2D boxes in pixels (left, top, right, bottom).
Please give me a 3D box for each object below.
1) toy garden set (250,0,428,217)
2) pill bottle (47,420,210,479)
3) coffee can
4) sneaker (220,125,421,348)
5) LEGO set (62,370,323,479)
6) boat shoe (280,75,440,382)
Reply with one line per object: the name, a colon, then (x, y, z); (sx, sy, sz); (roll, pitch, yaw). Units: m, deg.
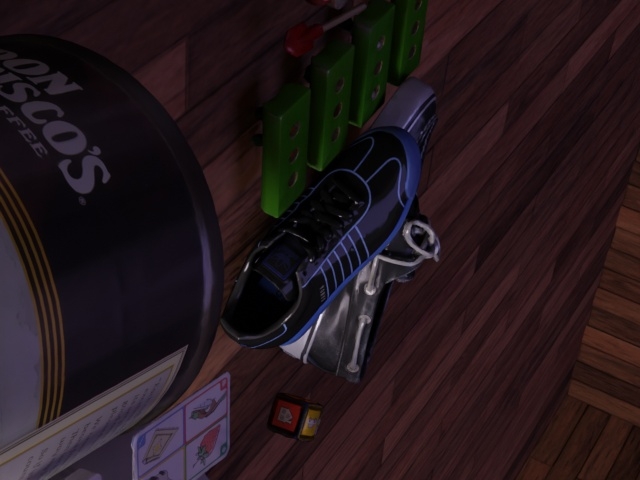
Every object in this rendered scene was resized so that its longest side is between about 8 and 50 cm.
toy garden set: (0.013, -0.170, 1.015); (0.244, 0.049, 0.204); (-49, 155, -38)
pill bottle: (-0.223, 0.255, 0.626); (0.392, 0.224, 0.224); (-46, 151, -45)
coffee can: (-0.194, 0.033, 0.490); (0.275, 0.201, 0.201); (-28, 137, -59)
sneaker: (0.000, 0.000, 1.066); (0.232, 0.081, 0.090); (-56, 161, 11)
LEGO set: (-0.062, 0.169, 0.591); (0.244, 0.060, 0.182); (-31, 130, -53)
boat shoe: (0.060, -0.001, 1.171); (0.306, 0.105, 0.113); (-67, 168, 19)
